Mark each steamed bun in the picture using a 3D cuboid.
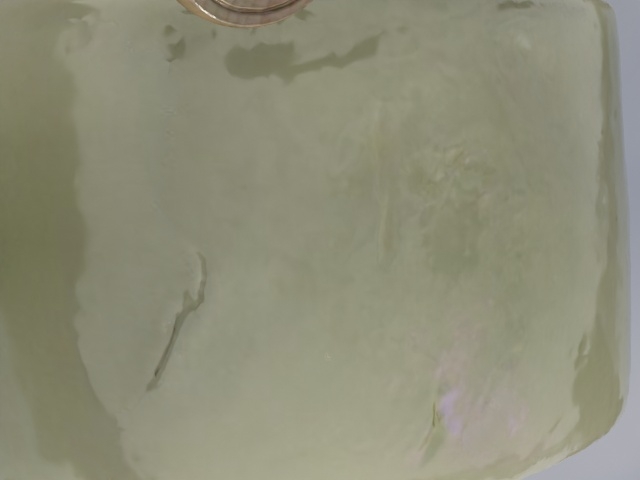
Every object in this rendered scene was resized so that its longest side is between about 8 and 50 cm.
[{"bbox_3d":[0.000,0.000,0.697,0.455,0.290,0.371,-6,-87,-17],"label":"steamed bun"}]

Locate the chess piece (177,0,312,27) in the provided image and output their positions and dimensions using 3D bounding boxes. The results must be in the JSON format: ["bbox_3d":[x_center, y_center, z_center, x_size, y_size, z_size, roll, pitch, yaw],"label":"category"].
[{"bbox_3d":[-0.029,-0.125,0.425,0.083,0.084,0.038,3,-148,-32],"label":"chess piece"}]
